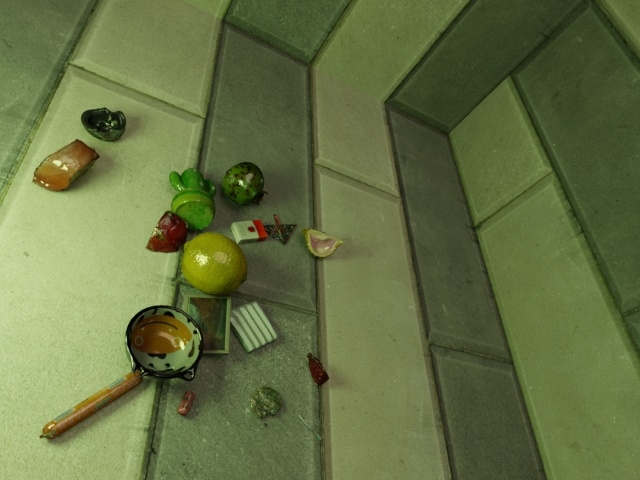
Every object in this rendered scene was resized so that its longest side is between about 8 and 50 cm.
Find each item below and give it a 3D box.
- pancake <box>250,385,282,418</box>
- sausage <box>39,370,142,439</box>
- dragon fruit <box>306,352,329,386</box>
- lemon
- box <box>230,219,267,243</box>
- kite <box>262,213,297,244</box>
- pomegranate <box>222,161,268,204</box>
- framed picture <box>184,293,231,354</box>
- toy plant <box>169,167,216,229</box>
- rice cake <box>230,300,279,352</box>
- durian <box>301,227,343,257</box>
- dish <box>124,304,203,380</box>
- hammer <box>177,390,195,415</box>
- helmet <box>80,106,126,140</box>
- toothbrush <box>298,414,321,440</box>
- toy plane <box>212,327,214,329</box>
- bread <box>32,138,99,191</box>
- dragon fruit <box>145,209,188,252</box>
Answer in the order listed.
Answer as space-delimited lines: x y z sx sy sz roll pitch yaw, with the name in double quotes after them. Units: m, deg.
-0.209 0.621 1.786 0.130 0.022 0.116 4 54 -35 "pancake"
-0.710 0.513 1.471 0.053 0.053 0.348 52 44 8 "sausage"
-0.010 0.539 1.970 0.063 0.097 0.131 -8 44 -44 "dragon fruit"
-0.427 0.095 1.863 0.267 0.267 0.267 20 49 -24 "lemon"
-0.336 -0.042 2.182 0.152 0.048 0.100 -7 65 -42 "box"
-0.200 -0.055 2.318 0.232 0.009 0.189 0 58 -38 "kite"
-0.351 -0.264 2.235 0.263 0.211 0.211 34 40 -40 "pomegranate"
-0.442 0.323 1.803 0.184 0.016 0.249 4 54 -12 "framed picture"
-0.571 -0.206 2.067 0.224 0.184 0.315 22 32 -29 "toy plant"
-0.286 0.352 1.923 0.189 0.037 0.198 -15 68 -42 "rice cake"
0.002 -0.001 2.341 0.183 0.132 0.165 -7 51 -27 "durian"
-0.561 0.377 1.631 0.303 0.120 0.303 24 43 -24 "dish"
-0.468 0.570 1.619 0.043 0.043 0.083 32 44 -13 "hammer"
-0.944 -0.498 2.033 0.177 0.107 0.153 8 55 -8 "helmet"
-0.043 0.739 1.830 0.131 0.011 0.013 47 22 3 "toothbrush"
-0.410 0.349 1.831 0.103 0.040 0.111 12 53 -16 "toy plane"
-0.976 -0.303 1.807 0.123 0.190 0.244 43 38 -21 "bread"
-0.625 -0.022 1.897 0.121 0.127 0.161 29 44 -5 "dragon fruit"
